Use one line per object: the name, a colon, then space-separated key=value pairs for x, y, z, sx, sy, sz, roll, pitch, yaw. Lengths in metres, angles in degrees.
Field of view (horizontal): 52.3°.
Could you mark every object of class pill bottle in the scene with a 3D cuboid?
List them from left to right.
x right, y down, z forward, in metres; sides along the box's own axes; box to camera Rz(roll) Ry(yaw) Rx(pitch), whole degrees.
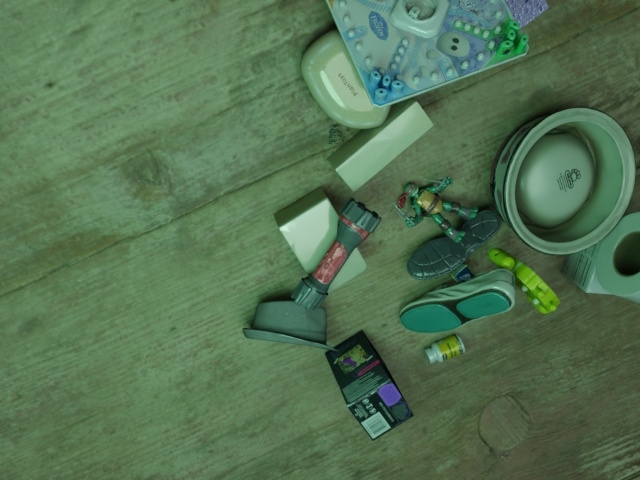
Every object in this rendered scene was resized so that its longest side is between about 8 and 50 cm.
pill bottle: x=0.389 y=0.344 z=2.047 sx=0.116 sy=0.065 sz=0.065 roll=-21 pitch=116 yaw=-3

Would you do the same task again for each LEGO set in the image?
LEGO set: x=0.048 y=-0.286 z=1.724 sx=0.083 sy=0.023 sz=0.054 roll=-32 pitch=119 yaw=-14

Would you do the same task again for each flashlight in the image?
flashlight: x=0.033 y=0.040 z=1.665 sx=0.103 sy=0.103 sz=0.304 roll=31 pitch=100 yaw=-20

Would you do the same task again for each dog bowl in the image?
dog bowl: x=0.660 y=-0.171 z=1.824 sx=0.408 sy=0.150 sz=0.408 roll=-4 pitch=105 yaw=-14

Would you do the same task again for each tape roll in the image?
tape roll: x=0.913 y=0.061 z=1.791 sx=0.169 sy=0.246 sz=0.246 roll=19 pitch=107 yaw=-20

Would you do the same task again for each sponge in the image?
sponge: x=0.476 y=-0.587 z=1.689 sx=0.210 sy=0.031 sz=0.117 roll=-38 pitch=116 yaw=4

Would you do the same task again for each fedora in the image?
fedora: x=-0.077 y=0.230 z=1.827 sx=0.275 sy=0.244 sz=0.124 roll=9 pitch=81 yaw=-8

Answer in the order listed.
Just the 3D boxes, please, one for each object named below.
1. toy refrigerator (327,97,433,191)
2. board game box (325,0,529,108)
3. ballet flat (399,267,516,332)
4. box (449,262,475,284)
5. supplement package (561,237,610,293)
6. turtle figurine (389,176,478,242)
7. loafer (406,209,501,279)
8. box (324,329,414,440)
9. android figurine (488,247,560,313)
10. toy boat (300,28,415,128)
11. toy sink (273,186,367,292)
toy refrigerator: x=0.157 y=-0.255 z=1.716 sx=0.269 sy=0.102 sz=0.094 roll=-41 pitch=116 yaw=5
board game box: x=0.232 y=-0.543 z=1.510 sx=0.390 sy=0.050 sz=0.390 roll=-21 pitch=76 yaw=-4
ballet flat: x=0.402 y=0.173 z=1.888 sx=0.139 sy=0.139 sz=0.400 roll=35 pitch=144 yaw=-24
box: x=0.454 y=0.131 z=1.977 sx=0.059 sy=0.054 sz=0.169 roll=-41 pitch=116 yaw=6
supplement package: x=0.918 y=0.048 z=2.003 sx=0.262 sy=0.145 sz=0.204 roll=4 pitch=111 yaw=-16
turtle figurine: x=0.311 y=-0.102 z=1.809 sx=0.234 sy=0.118 sz=0.175 roll=32 pitch=101 yaw=-10
loafer: x=0.390 y=0.022 z=1.896 sx=0.302 sy=0.095 sz=0.109 roll=-34 pitch=78 yaw=4
box: x=0.137 y=0.417 z=1.902 sx=0.143 sy=0.270 sz=0.165 roll=-32 pitch=116 yaw=1
android figurine: x=0.589 y=0.117 z=1.882 sx=0.056 sy=0.273 sz=0.248 roll=-44 pitch=116 yaw=5
toy boat: x=0.124 y=-0.432 z=1.624 sx=0.318 sy=0.148 sz=0.267 roll=-34 pitch=111 yaw=10
toy sink: x=0.000 y=0.000 z=1.771 sx=0.153 sy=0.131 sz=0.234 roll=-32 pitch=111 yaw=1
